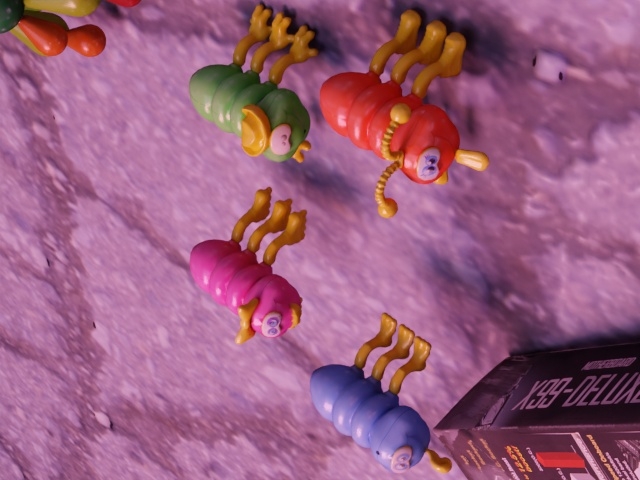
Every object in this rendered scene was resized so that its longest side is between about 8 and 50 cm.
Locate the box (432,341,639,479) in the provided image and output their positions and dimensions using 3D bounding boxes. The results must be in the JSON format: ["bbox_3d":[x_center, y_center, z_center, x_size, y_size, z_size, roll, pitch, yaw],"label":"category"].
[{"bbox_3d":[0.226,0.197,0.777,0.307,0.076,0.242,55,154,-9],"label":"box"}]

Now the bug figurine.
[{"bbox_3d":[0.000,0.000,0.814,0.216,0.072,0.279,31,132,39],"label":"bug figurine"}]

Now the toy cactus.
[{"bbox_3d":[-0.237,-0.156,0.908,0.219,0.180,0.112,17,117,34],"label":"toy cactus"}]
